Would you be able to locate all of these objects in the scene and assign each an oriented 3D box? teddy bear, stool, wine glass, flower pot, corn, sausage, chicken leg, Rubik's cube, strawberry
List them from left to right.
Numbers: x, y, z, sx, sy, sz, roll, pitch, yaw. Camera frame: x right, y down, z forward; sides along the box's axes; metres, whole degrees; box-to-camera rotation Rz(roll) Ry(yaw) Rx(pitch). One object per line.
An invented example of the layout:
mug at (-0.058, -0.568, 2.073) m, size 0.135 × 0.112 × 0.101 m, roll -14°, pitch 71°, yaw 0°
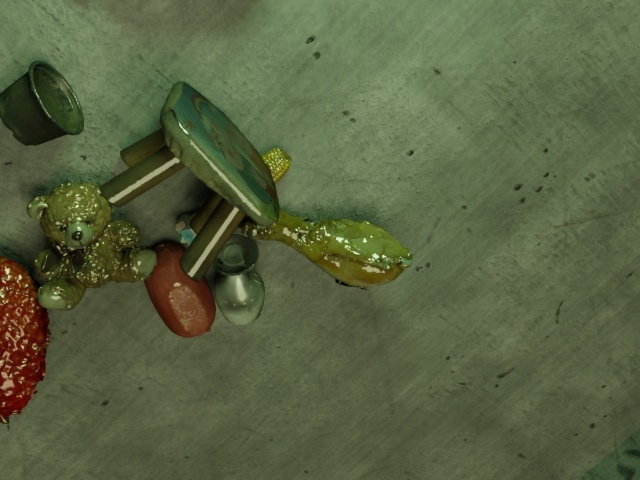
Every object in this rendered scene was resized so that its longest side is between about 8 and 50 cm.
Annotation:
strawberry at (-0.700, 0.214, 1.784) m, size 0.292 × 0.292 × 0.343 m, roll 34°, pitch 94°, yaw -35°
flower pot at (-0.547, -0.254, 1.581) m, size 0.106 × 0.157 × 0.157 m, roll -25°, pitch 129°, yaw 14°
teddy bear at (-0.506, -0.007, 1.753) m, size 0.267 × 0.156 × 0.256 m, roll -19°, pitch 126°, yaw -19°
sausage at (-0.329, 0.128, 1.926) m, size 0.148 × 0.148 × 0.254 m, roll -26°, pitch 129°, yaw -2°
stool at (-0.258, -0.125, 1.648) m, size 0.226 × 0.310 × 0.310 m, roll -39°, pitch 110°, yaw 12°
Rubik's cube at (-0.293, -0.025, 1.875) m, size 0.073 × 0.084 × 0.075 m, roll -13°, pitch 113°, yaw 21°
wine glass at (-0.194, 0.098, 1.926) m, size 0.126 × 0.126 × 0.241 m, roll -14°, pitch 145°, yaw -11°
corn at (-0.164, -0.122, 1.850) m, size 0.231 × 0.080 × 0.080 m, roll -40°, pitch 127°, yaw 9°
chicken leg at (0.000, 0.000, 1.937) m, size 0.429 × 0.201 × 0.153 m, roll 18°, pitch 114°, yaw -15°

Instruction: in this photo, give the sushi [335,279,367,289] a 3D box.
sushi at (0.087, 0.074, 2.095) m, size 0.083 × 0.056 × 0.085 m, roll 7°, pitch 121°, yaw -16°
